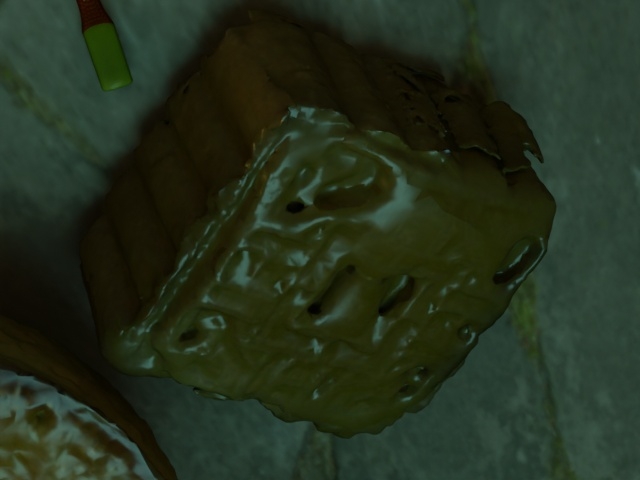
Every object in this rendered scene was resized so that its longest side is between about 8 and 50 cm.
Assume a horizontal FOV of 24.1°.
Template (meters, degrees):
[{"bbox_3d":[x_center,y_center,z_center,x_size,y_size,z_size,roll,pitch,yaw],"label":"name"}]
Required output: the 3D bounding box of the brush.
[{"bbox_3d":[-0.122,-0.119,0.819,0.019,0.021,0.083,-17,137,-2],"label":"brush"}]

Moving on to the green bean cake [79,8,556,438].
[{"bbox_3d":[0.000,0.000,0.885,0.224,0.131,0.229,19,121,-32],"label":"green bean cake"}]

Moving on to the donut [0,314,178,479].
[{"bbox_3d":[-0.239,0.215,0.902,0.378,0.163,0.435,-42,107,10],"label":"donut"}]
